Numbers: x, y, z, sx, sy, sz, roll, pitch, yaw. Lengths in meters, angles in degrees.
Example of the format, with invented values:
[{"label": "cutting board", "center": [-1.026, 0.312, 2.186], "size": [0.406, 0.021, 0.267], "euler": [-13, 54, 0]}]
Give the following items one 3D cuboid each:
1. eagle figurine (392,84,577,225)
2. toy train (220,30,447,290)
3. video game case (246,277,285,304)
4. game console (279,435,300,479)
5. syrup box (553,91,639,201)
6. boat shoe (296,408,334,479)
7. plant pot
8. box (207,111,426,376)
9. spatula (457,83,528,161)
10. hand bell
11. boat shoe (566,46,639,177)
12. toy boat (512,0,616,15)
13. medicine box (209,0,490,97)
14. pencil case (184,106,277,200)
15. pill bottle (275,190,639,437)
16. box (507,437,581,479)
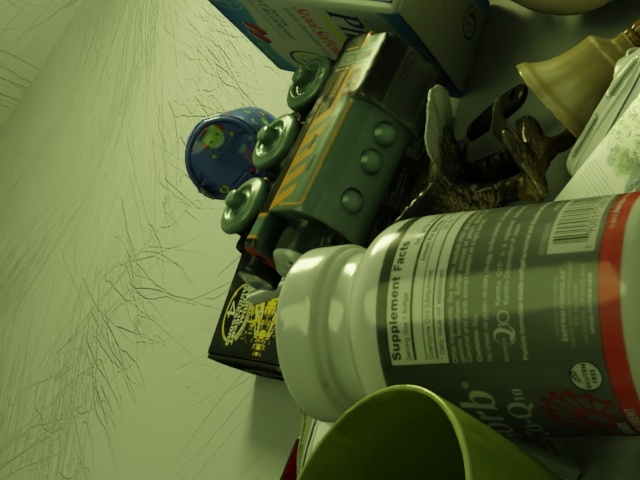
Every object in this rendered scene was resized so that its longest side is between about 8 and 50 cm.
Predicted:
[{"label": "eagle figurine", "center": [0.142, -0.006, 1.518], "size": [0.298, 0.226, 0.225], "euler": [-40, 56, 33]}, {"label": "toy train", "center": [0.014, -0.093, 1.579], "size": [0.190, 0.142, 0.334], "euler": [-4, 55, 58]}, {"label": "video game case", "center": [-0.012, -0.012, 1.730], "size": [0.190, 0.022, 0.173], "euler": [-23, 39, 55]}, {"label": "game console", "center": [-0.044, 0.305, 1.712], "size": [0.124, 0.085, 0.144], "euler": [15, 81, 63]}, {"label": "syrup box", "center": [0.338, -0.081, 1.310], "size": [0.237, 0.096, 0.093], "euler": [-55, 28, 22]}, {"label": "boat shoe", "center": [0.020, 0.171, 1.646], "size": [0.094, 0.109, 0.302], "euler": [7, 74, 32]}, {"label": "plant pot", "center": [0.147, 0.296, 1.124], "size": [0.275, 0.294, 0.274], "euler": [-43, 33, 38]}, {"label": "box", "center": [0.000, 0.000, 1.870], "size": [0.318, 0.097, 0.394], "euler": [2, 71, 63]}, {"label": "spatula", "center": [0.182, -0.118, 1.668], "size": [0.296, 0.030, 0.084], "euler": [129, 155, -64]}, {"label": "hand bell", "center": [0.338, -0.222, 1.451], "size": [0.242, 0.126, 0.126], "euler": [-43, 32, 17]}, {"label": "boat shoe", "center": [0.330, -0.157, 1.382], "size": [0.258, 0.095, 0.084], "euler": [-56, 40, 16]}, {"label": "toy boat", "center": [0.331, -0.403, 1.565], "size": [0.267, 0.148, 0.318], "euler": [25, 96, 59]}, {"label": "medicine box", "center": [0.034, -0.316, 1.762], "size": [0.289, 0.263, 0.149], "euler": [13, 79, 27]}, {"label": "pencil case", "center": [-0.122, -0.134, 2.078], "size": [0.119, 0.133, 0.306], "euler": [-36, 4, 9]}, {"label": "pill bottle", "center": [0.157, 0.075, 1.249], "size": [0.363, 0.210, 0.210], "euler": [-6, 60, 32]}, {"label": "box", "center": [0.178, 0.217, 1.351], "size": [0.087, 0.101, 0.102], "euler": [-59, 25, 14]}]
